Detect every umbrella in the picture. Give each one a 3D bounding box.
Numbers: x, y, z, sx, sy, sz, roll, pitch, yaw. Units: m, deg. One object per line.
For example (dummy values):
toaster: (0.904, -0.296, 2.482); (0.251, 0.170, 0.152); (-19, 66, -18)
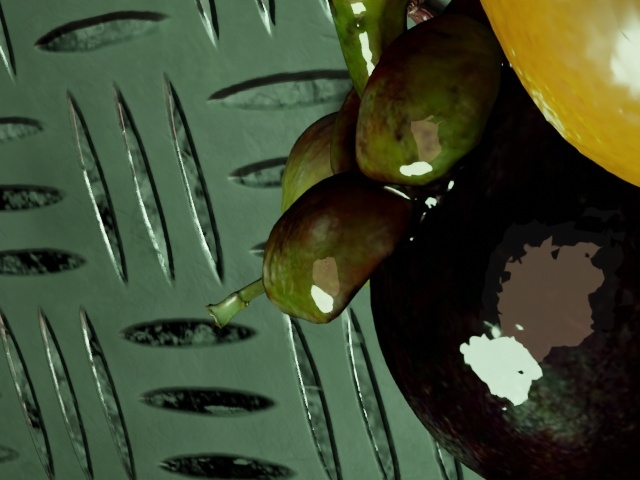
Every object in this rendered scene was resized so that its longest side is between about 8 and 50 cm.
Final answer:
umbrella: (0.116, -0.168, 1.421); (0.165, 0.025, 0.027); (43, 113, 17)

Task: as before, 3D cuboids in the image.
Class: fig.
fig: (0.009, -0.004, 1.489); (0.160, 0.143, 0.230); (42, 104, 15)

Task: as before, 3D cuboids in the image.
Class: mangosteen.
mangosteen: (0.169, -0.017, 1.158); (0.382, 0.435, 0.382); (-42, 34, 38)

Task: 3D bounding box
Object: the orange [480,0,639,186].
orange: (0.274, -0.203, 0.859); (0.424, 0.326, 0.424); (1, 93, 15)
